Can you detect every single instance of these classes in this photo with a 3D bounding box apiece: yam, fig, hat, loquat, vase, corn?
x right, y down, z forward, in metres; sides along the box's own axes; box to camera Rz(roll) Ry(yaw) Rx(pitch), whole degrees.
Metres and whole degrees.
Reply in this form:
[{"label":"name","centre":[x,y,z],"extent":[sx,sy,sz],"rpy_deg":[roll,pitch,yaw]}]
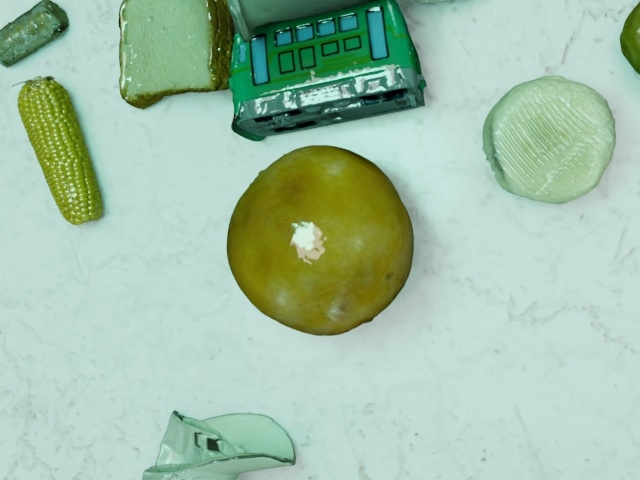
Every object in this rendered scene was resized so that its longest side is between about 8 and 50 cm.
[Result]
[{"label":"yam","centre":[-0.596,-0.414,1.605],"extent":[0.179,0.078,0.078],"rpy_deg":[-28,85,12]},{"label":"fig","centre":[0.564,-0.321,1.289],"extent":[0.144,0.154,0.166],"rpy_deg":[-14,44,24]},{"label":"hat","centre":[-0.193,0.429,1.466],"extent":[0.301,0.258,0.168],"rpy_deg":[-6,102,2]},{"label":"loquat","centre":[0.000,0.000,1.350],"extent":[0.328,0.328,0.328],"rpy_deg":[0,91,14]},{"label":"vase","centre":[-0.003,-0.455,1.263],"extent":[0.291,0.245,0.245],"rpy_deg":[-8,89,4]},{"label":"corn","centre":[-0.513,-0.176,1.575],"extent":[0.106,0.106,0.305],"rpy_deg":[-21,87,13]}]

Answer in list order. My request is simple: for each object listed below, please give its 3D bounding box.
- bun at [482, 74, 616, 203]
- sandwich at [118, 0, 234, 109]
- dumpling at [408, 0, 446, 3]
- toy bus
[{"label":"bun","centre":[0.381,-0.169,1.346],"extent":[0.220,0.134,0.220],"rpy_deg":[-1,87,11]},{"label":"sandwich","centre":[-0.270,-0.371,1.484],"extent":[0.251,0.087,0.226],"rpy_deg":[-2,95,36]},{"label":"dumpling","centre":[0.245,-0.570,1.363],"extent":[0.260,0.181,0.341],"rpy_deg":[47,74,-11]},{"label":"toy bus","centre":[0.006,-0.305,1.408],"extent":[0.343,0.183,0.199],"rpy_deg":[-9,85,13]}]
